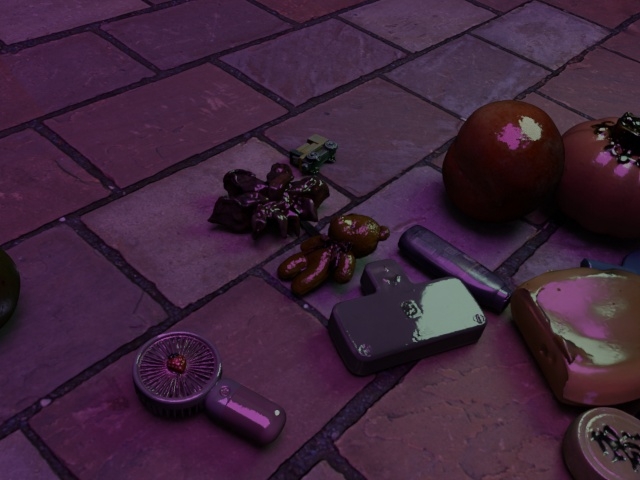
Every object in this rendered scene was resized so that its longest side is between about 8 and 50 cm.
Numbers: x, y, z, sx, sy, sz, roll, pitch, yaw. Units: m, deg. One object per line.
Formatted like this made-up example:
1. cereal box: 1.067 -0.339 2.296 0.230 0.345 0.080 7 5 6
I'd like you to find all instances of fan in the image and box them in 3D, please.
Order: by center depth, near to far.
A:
1. fan: -0.163 0.222 0.935 0.244 0.074 0.130 23 44 14

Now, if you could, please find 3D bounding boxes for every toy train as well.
1. toy train: -0.014 -0.195 1.424 0.081 0.050 0.122 29 47 26

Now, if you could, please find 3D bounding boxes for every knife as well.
1. knife: 0.000 0.000 1.245 0.023 0.010 0.170 -21 51 -27

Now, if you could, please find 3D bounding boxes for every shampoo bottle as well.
1. shampoo bottle: 0.257 0.051 1.205 0.234 0.049 0.087 36 42 26

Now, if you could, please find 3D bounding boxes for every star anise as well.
1. star anise: -0.099 -0.091 1.261 0.214 0.099 0.220 23 45 11

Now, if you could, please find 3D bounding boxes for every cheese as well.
1. cheese: 0.503 0.153 1.093 0.316 0.128 0.259 -10 55 -12

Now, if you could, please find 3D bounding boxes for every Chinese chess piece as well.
1. Chinese chess piece: 0.438 0.319 0.944 0.144 0.058 0.144 5 43 -5

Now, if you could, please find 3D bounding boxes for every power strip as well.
1. power strip: 0.138 0.118 1.106 0.265 0.059 0.193 -11 51 -21

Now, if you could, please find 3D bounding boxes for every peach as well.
1. peach: 0.377 -0.156 1.306 0.252 0.252 0.252 5 43 -5

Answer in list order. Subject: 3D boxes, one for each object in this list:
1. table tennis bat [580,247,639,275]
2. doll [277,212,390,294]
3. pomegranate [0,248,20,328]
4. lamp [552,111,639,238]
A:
1. table tennis bat: 0.676 0.083 1.252 0.329 0.044 0.215 9 44 -3
2. doll: 0.018 0.015 1.162 0.209 0.097 0.137 -36 41 -19
3. pomegranate: -0.551 0.055 0.956 0.179 0.210 0.179 15 20 -6
4. lamp: 0.641 -0.151 1.346 0.305 0.239 0.305 5 44 -5
